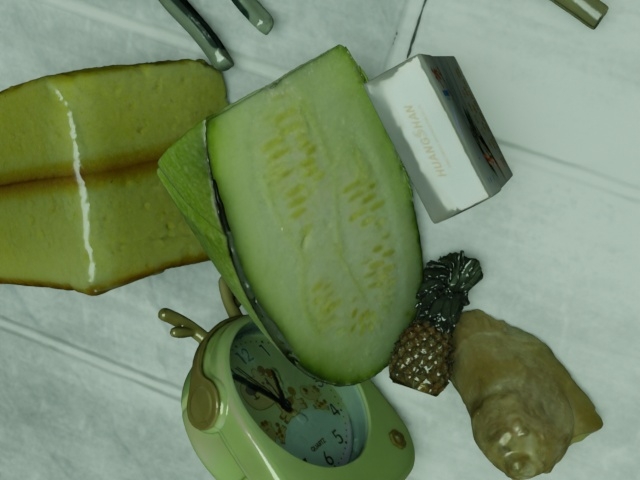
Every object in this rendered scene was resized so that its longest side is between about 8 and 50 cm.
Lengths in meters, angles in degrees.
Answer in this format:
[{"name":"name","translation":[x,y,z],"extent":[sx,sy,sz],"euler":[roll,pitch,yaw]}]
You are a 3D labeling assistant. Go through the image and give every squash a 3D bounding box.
[{"name":"squash","translation":[0.000,0.000,1.197],"extent":[0.309,0.233,0.210],"euler":[56,149,2]}]

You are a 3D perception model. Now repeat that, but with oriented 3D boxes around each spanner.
[{"name":"spanner","translation":[-0.177,-0.335,1.283],"extent":[0.095,0.040,0.325],"euler":[-39,84,15]}]

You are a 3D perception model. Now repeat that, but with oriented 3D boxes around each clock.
[{"name":"clock","translation":[-0.049,0.179,1.240],"extent":[0.308,0.235,0.096],"euler":[50,124,8]}]

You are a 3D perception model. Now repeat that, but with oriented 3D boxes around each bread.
[{"name":"bread","translation":[-0.300,-0.071,1.350],"extent":[0.361,0.245,0.233],"euler":[-2,101,45]}]

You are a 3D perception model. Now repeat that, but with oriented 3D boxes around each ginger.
[{"name":"ginger","translation":[0.192,0.168,1.236],"extent":[0.193,0.122,0.115],"euler":[48,117,12]}]

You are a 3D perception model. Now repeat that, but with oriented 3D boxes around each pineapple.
[{"name":"pineapple","translation":[0.127,0.087,1.246],"extent":[0.074,0.074,0.159],"euler":[20,82,10]}]

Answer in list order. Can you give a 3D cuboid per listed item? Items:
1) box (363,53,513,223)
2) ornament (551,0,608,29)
[{"name":"box","translation":[0.123,-0.107,1.145],"extent":[0.067,0.233,0.150],"euler":[-29,90,17]},{"name":"ornament","translation":[0.245,-0.375,1.164],"extent":[0.245,0.061,0.230],"euler":[37,103,6]}]
